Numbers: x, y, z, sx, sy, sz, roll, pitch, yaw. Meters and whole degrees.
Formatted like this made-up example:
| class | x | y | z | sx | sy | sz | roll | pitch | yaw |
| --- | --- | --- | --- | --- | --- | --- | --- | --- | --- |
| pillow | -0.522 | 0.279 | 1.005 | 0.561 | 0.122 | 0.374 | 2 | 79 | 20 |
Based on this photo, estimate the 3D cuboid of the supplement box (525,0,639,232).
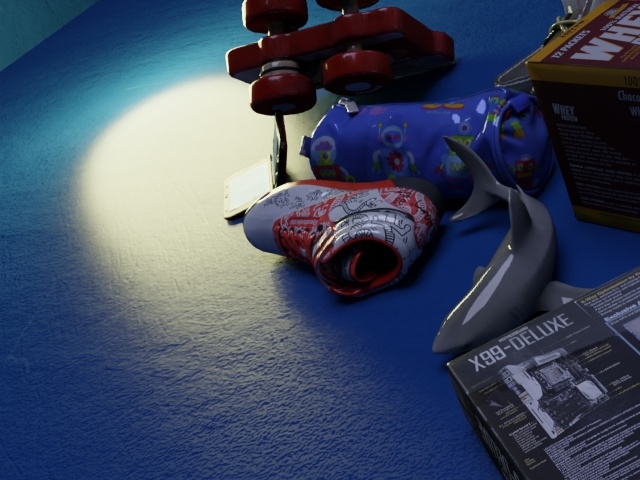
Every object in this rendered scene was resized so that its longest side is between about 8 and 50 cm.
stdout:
| class | x | y | z | sx | sy | sz | roll | pitch | yaw |
| --- | --- | --- | --- | --- | --- | --- | --- | --- | --- |
| supplement box | 0.335 | -0.118 | 1.004 | 0.129 | 0.194 | 0.191 | -38 | 30 | -23 |

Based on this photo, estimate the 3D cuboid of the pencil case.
| class | x | y | z | sx | sy | sz | roll | pitch | yaw |
| --- | --- | --- | --- | --- | --- | --- | --- | --- | --- |
| pencil case | 0.126 | -0.115 | 1.246 | 0.306 | 0.133 | 0.119 | 2 | 25 | 40 |

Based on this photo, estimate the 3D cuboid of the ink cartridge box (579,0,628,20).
| class | x | y | z | sx | sy | sz | roll | pitch | yaw |
| --- | --- | --- | --- | --- | --- | --- | --- | --- | --- |
| ink cartridge box | 0.454 | -0.269 | 1.168 | 0.207 | 0.117 | 0.283 | 34 | 57 | 22 |

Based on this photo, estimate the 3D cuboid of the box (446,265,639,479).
| class | x | y | z | sx | sy | sz | roll | pitch | yaw |
| --- | --- | --- | --- | --- | --- | --- | --- | --- | --- |
| box | 0.278 | 0.111 | 0.777 | 0.307 | 0.076 | 0.242 | -27 | 27 | -3 |

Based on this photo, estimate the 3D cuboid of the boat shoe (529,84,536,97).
| class | x | y | z | sx | sy | sz | roll | pitch | yaw |
| --- | --- | --- | --- | --- | --- | --- | --- | --- | --- |
| boat shoe | 0.359 | -0.203 | 1.266 | 0.258 | 0.109 | 0.089 | -18 | 16 | -22 |

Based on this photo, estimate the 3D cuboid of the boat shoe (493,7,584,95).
| class | x | y | z | sx | sy | sz | roll | pitch | yaw |
| --- | --- | --- | --- | --- | --- | --- | --- | --- | --- |
| boat shoe | 0.356 | -0.268 | 1.365 | 0.305 | 0.091 | 0.109 | -28 | 27 | -5 |

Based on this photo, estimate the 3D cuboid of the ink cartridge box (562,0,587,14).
| class | x | y | z | sx | sy | sz | roll | pitch | yaw |
| --- | --- | --- | --- | --- | --- | --- | --- | --- | --- |
| ink cartridge box | 0.394 | -0.361 | 1.543 | 0.083 | 0.048 | 0.028 | -30 | 27 | -10 |

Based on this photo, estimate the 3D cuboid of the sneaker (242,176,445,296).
| class | x | y | z | sx | sy | sz | roll | pitch | yaw |
| --- | --- | --- | --- | --- | --- | --- | --- | --- | --- |
| sneaker | 0.000 | -0.001 | 1.192 | 0.270 | 0.090 | 0.145 | -5 | 31 | 29 |

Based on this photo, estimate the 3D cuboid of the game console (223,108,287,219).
| class | x | y | z | sx | sy | sz | roll | pitch | yaw |
| --- | --- | --- | --- | --- | --- | --- | --- | --- | --- |
| game console | -0.095 | -0.111 | 1.478 | 0.085 | 0.124 | 0.144 | 1 | 28 | -6 |

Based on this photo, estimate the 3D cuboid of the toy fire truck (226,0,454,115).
| class | x | y | z | sx | sy | sz | roll | pitch | yaw |
| --- | --- | --- | --- | --- | --- | --- | --- | --- | --- |
| toy fire truck | 0.026 | -0.279 | 1.567 | 0.302 | 0.169 | 0.254 | -11 | -12 | 28 |

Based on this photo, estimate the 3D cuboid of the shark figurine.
| class | x | y | z | sx | sy | sz | roll | pitch | yaw |
| --- | --- | --- | --- | --- | --- | --- | --- | --- | --- |
| shark figurine | 0.189 | -0.018 | 1.026 | 0.166 | 0.116 | 0.278 | -12 | 36 | 19 |
